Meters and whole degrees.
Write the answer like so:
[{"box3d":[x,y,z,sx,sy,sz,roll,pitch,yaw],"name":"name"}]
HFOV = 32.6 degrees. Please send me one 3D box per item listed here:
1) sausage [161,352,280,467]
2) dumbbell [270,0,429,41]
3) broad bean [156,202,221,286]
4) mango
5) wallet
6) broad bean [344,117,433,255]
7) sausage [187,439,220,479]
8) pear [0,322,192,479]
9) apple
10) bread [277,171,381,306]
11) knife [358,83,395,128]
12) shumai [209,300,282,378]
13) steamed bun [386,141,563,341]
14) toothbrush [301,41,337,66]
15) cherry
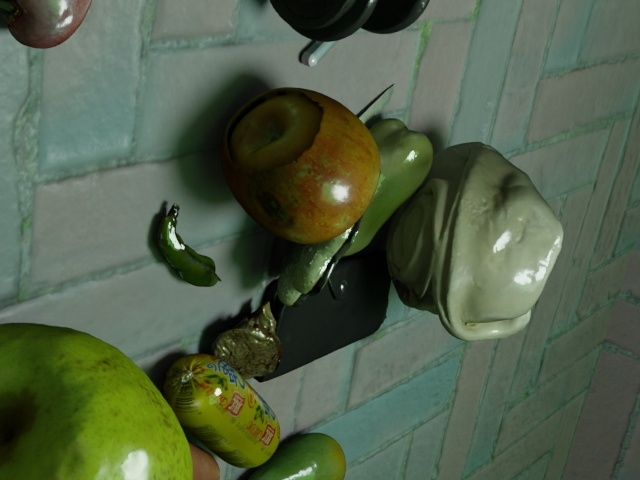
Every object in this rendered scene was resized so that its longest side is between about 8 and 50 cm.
[{"box3d":[-0.158,0.280,1.791,0.123,0.123,0.347,-54,149,-15],"name":"sausage"},{"box3d":[0.048,-0.384,1.554,0.290,0.192,0.192,-19,128,-48],"name":"dumbbell"},{"box3d":[-0.197,0.026,1.625,0.061,0.046,0.195,-48,144,-20],"name":"broad bean"},{"box3d":[-0.049,0.460,2.089,0.251,0.114,0.156,-27,140,-45],"name":"mango"},{"box3d":[0.017,0.128,2.010,0.377,0.051,0.197,-16,124,-52],"name":"wallet"},{"box3d":[0.086,-0.090,1.914,0.263,0.121,0.189,-49,155,5],"name":"broad bean"},{"box3d":[-0.263,0.307,1.685,0.094,0.094,0.419,-45,147,-10],"name":"sausage"},{"box3d":[-0.336,0.294,1.319,0.391,0.391,0.391,-35,138,-38],"name":"pear"},{"box3d":[-0.035,-0.110,1.587,0.207,0.237,0.237,37,79,-29],"name":"apple"},{"box3d":[0.000,0.000,1.741,0.286,0.056,0.207,-54,-168,38],"name":"bread"},{"box3d":[0.045,-0.170,1.865,0.298,0.017,0.047,-46,141,-26],"name":"knife"},{"box3d":[-0.125,0.174,1.818,0.123,0.105,0.139,-9,121,-1],"name":"shumai"},{"box3d":[0.249,0.011,1.995,0.255,0.368,0.343,-5,119,-23],"name":"steamed bun"},{"box3d":[0.080,-0.392,1.748,0.342,0.025,0.030,-50,142,-21],"name":"toothbrush"},{"box3d":[-0.303,-0.274,1.213,0.126,0.087,0.106,-49,150,-17],"name":"cherry"}]
